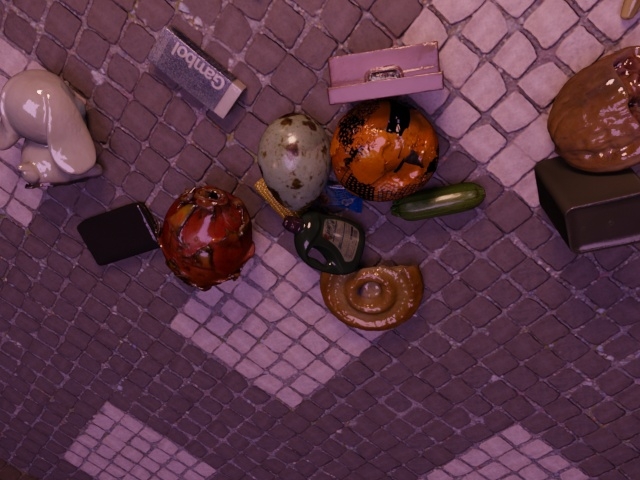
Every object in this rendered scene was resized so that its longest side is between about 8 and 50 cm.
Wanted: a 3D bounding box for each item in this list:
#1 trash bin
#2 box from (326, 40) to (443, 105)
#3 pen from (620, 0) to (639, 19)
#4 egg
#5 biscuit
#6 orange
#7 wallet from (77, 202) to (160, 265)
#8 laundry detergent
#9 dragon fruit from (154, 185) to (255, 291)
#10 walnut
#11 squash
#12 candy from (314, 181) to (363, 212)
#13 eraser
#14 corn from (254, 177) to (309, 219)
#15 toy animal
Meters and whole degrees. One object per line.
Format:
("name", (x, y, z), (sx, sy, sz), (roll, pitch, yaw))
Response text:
("trash bin", (0.546, -0.085, 0.985), (0.164, 0.240, 0.122), (-13, 115, 19))
("box", (0.130, -0.327, 0.955), (0.216, 0.215, 0.085), (-4, 107, 14))
("pen", (0.594, -0.513, 0.856), (0.040, 0.032, 0.233), (2, 122, -16))
("egg", (-0.056, -0.173, 1.105), (0.169, 0.169, 0.231), (3, 124, 10))
("biscuit", (0.139, 0.150, 1.292), (0.275, 0.091, 0.213), (-9, 115, 14))
("orange", (0.134, -0.189, 1.041), (0.235, 0.182, 0.234), (-6, 138, -6))
("wallet", (-0.560, -0.019, 1.373), (0.250, 0.044, 0.148), (-17, 110, 21))
("laundry detergent", (0.000, 0.000, 1.176), (0.222, 0.078, 0.144), (17, 83, -32))
("dragon fruit", (-0.284, -0.015, 1.216), (0.251, 0.250, 0.314), (2, 133, 11))
("walnut", (0.529, -0.255, 0.921), (0.141, 0.204, 0.237), (22, 84, -41))
("squash", (0.272, -0.089, 1.138), (0.220, 0.077, 0.068), (-9, 120, 19))
("candy", (0.038, -0.115, 1.197), (0.137, 0.038, 0.088), (11, 134, 14))
("eraser", (-0.279, -0.381, 1.105), (0.213, 0.046, 0.092), (38, 120, -11))
("corn", (-0.079, -0.082, 1.220), (0.206, 0.067, 0.067), (44, 118, -13))
("toy animal", (-0.679, -0.260, 1.184), (0.250, 0.174, 0.289), (-6, 119, 14))
